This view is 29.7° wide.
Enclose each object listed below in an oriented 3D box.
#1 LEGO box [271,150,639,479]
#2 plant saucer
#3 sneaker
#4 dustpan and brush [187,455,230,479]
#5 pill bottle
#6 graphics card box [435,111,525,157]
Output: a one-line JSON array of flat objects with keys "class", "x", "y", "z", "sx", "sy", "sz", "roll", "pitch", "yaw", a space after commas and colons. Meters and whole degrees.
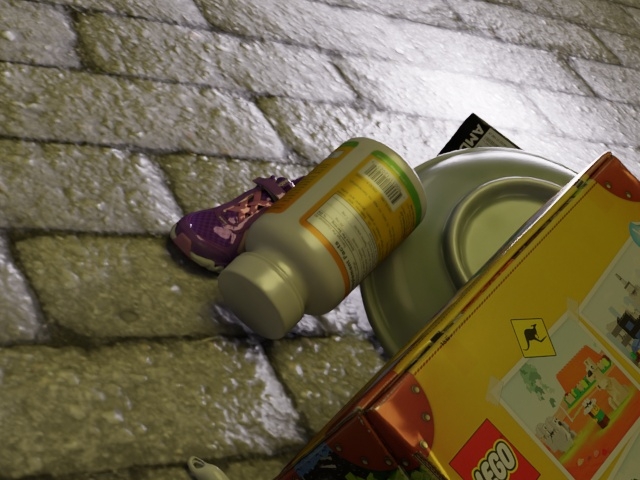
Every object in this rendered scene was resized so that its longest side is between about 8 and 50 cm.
[{"class": "LEGO box", "x": 0.255, "y": 0.194, "z": 1.189, "sx": 0.372, "sy": 0.193, "sz": 0.500, "roll": 47, "pitch": 48, "yaw": 5}, {"class": "plant saucer", "x": 0.251, "y": 0.033, "z": 1.502, "sx": 0.401, "sy": 0.100, "sz": 0.400, "roll": 5, "pitch": 60, "yaw": -8}, {"class": "sneaker", "x": -0.079, "y": -0.032, "z": 1.475, "sx": 0.236, "sy": 0.104, "sz": 0.095, "roll": -12, "pitch": 53, "yaw": -48}, {"class": "dustpan and brush", "x": -0.041, "y": 0.269, "z": 1.139, "sx": 0.211, "sy": 0.060, "sz": 0.147, "roll": 44, "pitch": 44, "yaw": 7}, {"class": "pill bottle", "x": 0.000, "y": 0.000, "z": 1.402, "sx": 0.136, "sy": 0.136, "sz": 0.246, "roll": 40, "pitch": 60, "yaw": 13}, {"class": "graphics card box", "x": 0.339, "y": -0.021, "z": 1.743, "sx": 0.371, "sy": 0.094, "sz": 0.233, "roll": 38, "pitch": 0, "yaw": 13}]
